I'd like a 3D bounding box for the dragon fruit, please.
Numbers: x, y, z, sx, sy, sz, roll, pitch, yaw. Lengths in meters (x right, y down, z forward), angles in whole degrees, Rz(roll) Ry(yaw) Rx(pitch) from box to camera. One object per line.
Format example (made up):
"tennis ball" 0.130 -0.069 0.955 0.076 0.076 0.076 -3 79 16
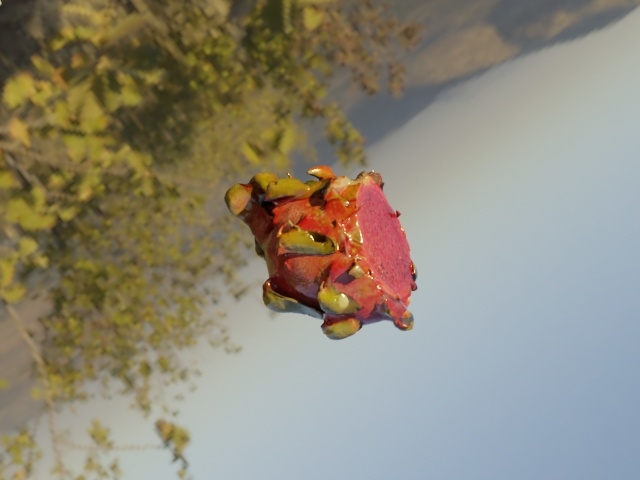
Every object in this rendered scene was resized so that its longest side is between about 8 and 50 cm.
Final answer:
"dragon fruit" 0.000 0.000 1.112 0.150 0.208 0.133 -55 152 -6
